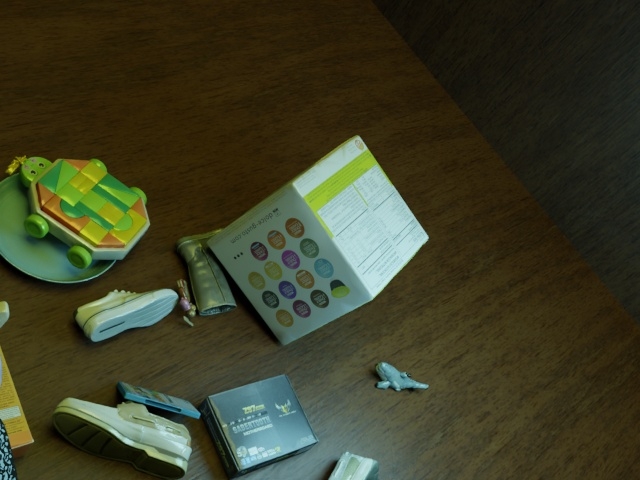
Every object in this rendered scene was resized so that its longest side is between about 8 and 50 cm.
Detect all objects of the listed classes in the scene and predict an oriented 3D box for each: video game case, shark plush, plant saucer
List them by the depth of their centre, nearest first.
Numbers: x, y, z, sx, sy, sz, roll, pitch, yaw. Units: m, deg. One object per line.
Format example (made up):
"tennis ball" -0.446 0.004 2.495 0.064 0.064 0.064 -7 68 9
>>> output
"video game case" -0.349 0.343 1.765 0.166 0.119 0.015 21 85 -21
"plant saucer" -0.621 -0.027 1.916 0.318 0.043 0.317 19 47 -21
"shark plush" 0.213 0.370 2.170 0.161 0.067 0.073 32 43 -10

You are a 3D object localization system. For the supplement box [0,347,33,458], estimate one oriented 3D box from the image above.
"supplement box" -0.638 0.310 1.601 0.080 0.078 0.233 -11 64 -41

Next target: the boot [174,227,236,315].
"boot" -0.257 0.078 2.069 0.190 0.076 0.208 -16 60 -29

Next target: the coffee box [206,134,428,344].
"coffee box" 0.000 0.000 2.071 0.334 0.338 0.338 55 39 -5

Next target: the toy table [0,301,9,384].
"toy table" -0.684 0.197 1.492 0.252 0.160 0.274 -21 53 -23

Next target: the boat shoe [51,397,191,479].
"boat shoe" -0.404 0.389 1.689 0.302 0.113 0.103 33 41 -24

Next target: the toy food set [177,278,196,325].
"toy food set" -0.321 0.141 1.976 0.078 0.019 0.122 59 13 -63

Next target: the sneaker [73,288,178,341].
"sneaker" -0.440 0.147 1.869 0.091 0.094 0.258 42 32 25

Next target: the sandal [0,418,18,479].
"sandal" -0.585 0.518 1.414 0.167 0.107 0.445 11 67 -68

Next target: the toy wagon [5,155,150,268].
"toy wagon" -0.575 -0.094 1.922 0.344 0.068 0.267 37 42 -5

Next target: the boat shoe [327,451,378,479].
"boat shoe" 0.018 0.593 1.830 0.103 0.118 0.320 16 37 28

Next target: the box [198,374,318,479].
"box" -0.141 0.421 1.881 0.233 0.059 0.183 -8 60 -40
